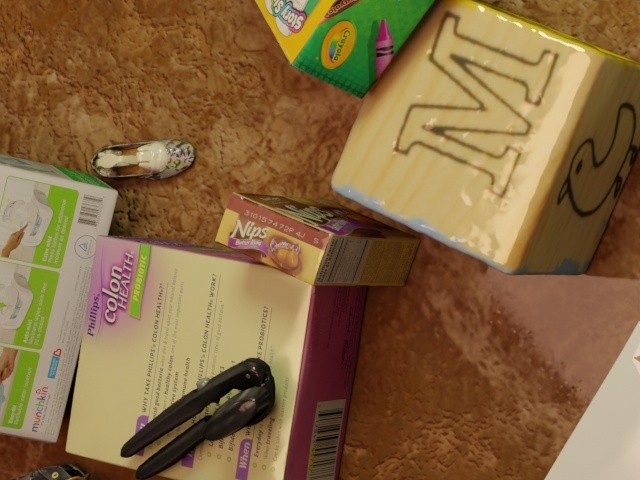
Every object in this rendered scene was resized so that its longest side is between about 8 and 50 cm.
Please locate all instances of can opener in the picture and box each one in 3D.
[{"bbox_3d":[-0.113,0.161,1.743,0.186,0.073,0.059,-29,84,33],"label":"can opener"}]

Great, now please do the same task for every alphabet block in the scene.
[{"bbox_3d":[0.155,-0.095,1.670,0.193,0.192,0.197,26,101,24],"label":"alphabet block"}]

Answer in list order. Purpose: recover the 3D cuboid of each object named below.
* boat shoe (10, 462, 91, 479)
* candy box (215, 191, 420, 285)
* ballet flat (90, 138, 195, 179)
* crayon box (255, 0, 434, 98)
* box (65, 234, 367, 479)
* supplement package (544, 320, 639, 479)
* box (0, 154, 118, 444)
[{"bbox_3d":[-0.236,0.258,1.928,0.183,0.065,0.083,-17,82,27],"label":"boat shoe"},{"bbox_3d":[0.000,0.000,1.747,0.109,0.186,0.053,24,98,26],"label":"candy box"},{"bbox_3d":[-0.181,-0.080,1.927,0.114,0.041,0.041,-5,86,27],"label":"ballet flat"},{"bbox_3d":[0.010,-0.268,1.663,0.165,0.081,0.278,-53,36,21],"label":"crayon box"},{"bbox_3d":[-0.099,0.118,1.834,0.243,0.117,0.213,9,93,27],"label":"box"},{"bbox_3d":[0.323,0.196,1.529,0.199,0.262,0.198,35,104,25],"label":"supplement package"},{"bbox_3d":[-0.347,0.044,1.889,0.127,0.231,0.262,-151,74,-69],"label":"box"}]
